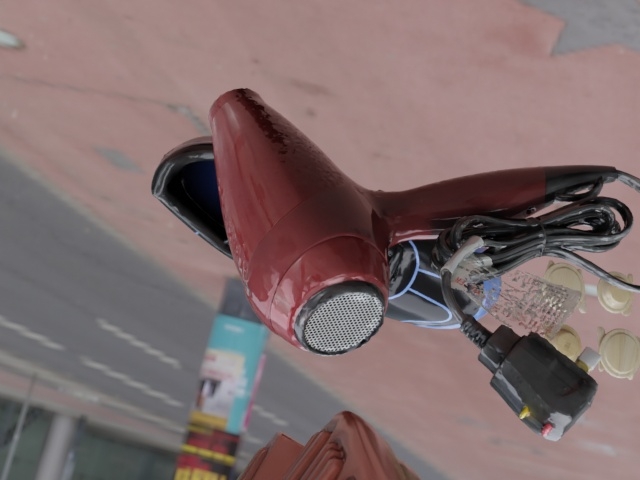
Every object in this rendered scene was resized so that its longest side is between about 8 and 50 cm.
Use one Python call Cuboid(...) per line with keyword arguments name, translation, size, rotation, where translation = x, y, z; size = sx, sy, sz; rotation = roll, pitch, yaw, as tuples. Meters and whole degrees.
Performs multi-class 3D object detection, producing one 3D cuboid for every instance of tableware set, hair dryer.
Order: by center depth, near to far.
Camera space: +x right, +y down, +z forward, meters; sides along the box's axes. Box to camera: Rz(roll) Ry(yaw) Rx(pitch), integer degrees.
Cuboid(name="hair dryer", translation=(0.051, -0.003, 0.727), size=(0.294, 0.223, 0.080), rotation=(28, 127, 16))
Cuboid(name="tableware set", translation=(0.349, 0.103, 1.645), size=(0.169, 0.141, 0.020), rotation=(9, 169, -19))

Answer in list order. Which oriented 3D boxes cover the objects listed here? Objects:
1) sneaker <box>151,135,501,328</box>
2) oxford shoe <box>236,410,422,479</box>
Cuboid(name="sneaker", translation=(0.000, 0.000, 0.812), size=(0.232, 0.081, 0.090), rotation=(23, -164, 11))
Cuboid(name="oxford shoe", translation=(0.024, 0.158, 0.489), size=(0.146, 0.140, 0.397), rotation=(35, 176, -2))
